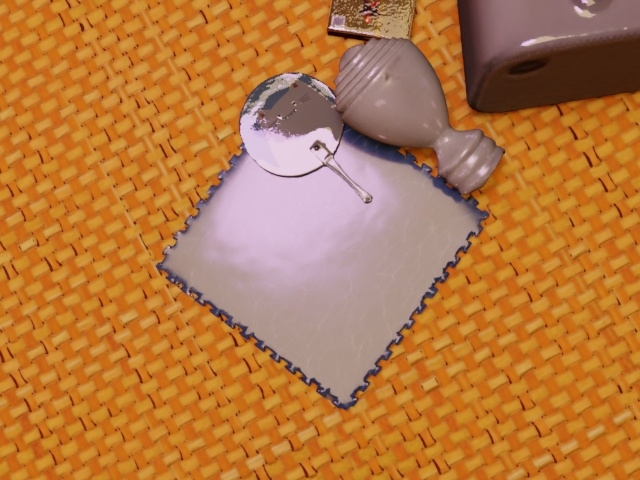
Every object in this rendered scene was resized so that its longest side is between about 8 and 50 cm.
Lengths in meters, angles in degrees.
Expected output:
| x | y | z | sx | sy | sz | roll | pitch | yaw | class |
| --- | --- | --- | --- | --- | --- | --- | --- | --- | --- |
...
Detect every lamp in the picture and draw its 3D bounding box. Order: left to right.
| x | y | z | sx | sy | sz | roll | pitch | yaw | class |
| --- | --- | --- | --- | --- | --- | --- | --- | --- | --- |
| 0.097 | -0.126 | 0.742 | 0.193 | 0.106 | 0.106 | 41 | 90 | -3 | lamp |

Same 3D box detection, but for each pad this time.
| x | y | z | sx | sy | sz | roll | pitch | yaw | class |
| --- | --- | --- | --- | --- | --- | --- | --- | --- | --- |
| 0.000 | 0.000 | 0.783 | 0.269 | 0.012 | 0.270 | 35 | 90 | 5 | pad |

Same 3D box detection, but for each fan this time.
| x | y | z | sx | sy | sz | roll | pitch | yaw | class |
| --- | --- | --- | --- | --- | --- | --- | --- | --- | --- |
| -0.009 | -0.103 | 0.780 | 0.113 | 0.005 | 0.175 | -45 | 84 | 0 | fan |

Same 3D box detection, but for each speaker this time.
| x | y | z | sx | sy | sz | roll | pitch | yaw | class |
| --- | --- | --- | --- | --- | --- | --- | --- | --- | --- |
| 0.332 | -0.258 | 0.695 | 0.406 | 0.183 | 0.184 | -9 | 81 | 3 | speaker |

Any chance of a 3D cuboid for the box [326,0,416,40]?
| x | y | z | sx | sy | sz | roll | pitch | yaw | class |
| --- | --- | --- | --- | --- | --- | --- | --- | --- | --- |
| 0.061 | -0.281 | 0.789 | 0.090 | 0.023 | 0.133 | 9 | 88 | 6 | box |
